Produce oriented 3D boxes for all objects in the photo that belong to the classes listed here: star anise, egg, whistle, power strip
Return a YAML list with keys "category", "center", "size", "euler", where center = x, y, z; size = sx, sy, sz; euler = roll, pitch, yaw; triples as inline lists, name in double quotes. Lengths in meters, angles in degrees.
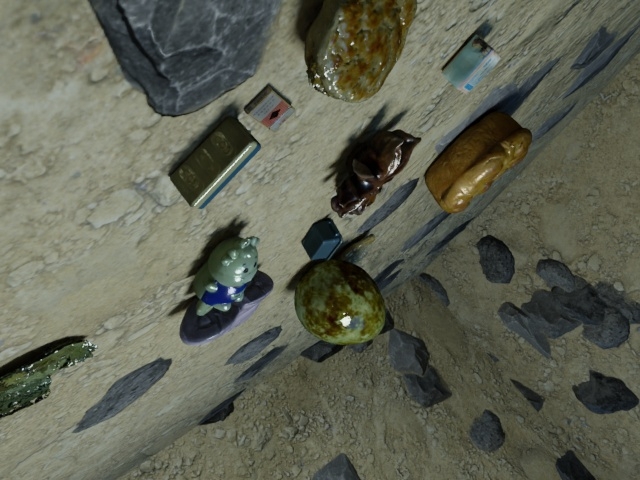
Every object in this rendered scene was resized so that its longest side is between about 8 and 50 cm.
- category: "star anise"
  center: [0.099, -0.142, 1.083]
  size: [0.220, 0.099, 0.214]
  euler: [-48, 177, 14]
- category: "egg"
  center: [0.064, 0.183, 1.575]
  size: [0.238, 0.290, 0.238]
  euler: [-51, -158, 30]
- category: "whistle"
  center: [-0.181, 0.072, 1.029]
  size: [0.110, 0.092, 0.244]
  euler: [-38, 168, -50]
- category: "power strip"
  center: [-0.135, -0.101, 0.703]
  size: [0.123, 0.056, 0.032]
  euler: [-43, 164, 12]

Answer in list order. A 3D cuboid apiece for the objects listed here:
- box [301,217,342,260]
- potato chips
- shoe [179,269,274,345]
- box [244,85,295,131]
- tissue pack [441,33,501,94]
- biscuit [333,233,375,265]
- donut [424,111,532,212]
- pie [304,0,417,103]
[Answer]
- category: "box"
  center: [0.000, 0.000, 1.301]
  size: [0.054, 0.074, 0.099]
  euler: [-10, 150, -35]
- category: "potato chips"
  center: [-0.487, 0.240, 0.917]
  size: [0.220, 0.029, 0.202]
  euler: [-40, 162, 10]
- category: "shoe"
  center: [-0.216, 0.163, 1.210]
  size: [0.245, 0.095, 0.137]
  euler: [-35, 163, -41]
- category: "box"
  center: [-0.066, -0.175, 0.734]
  size: [0.046, 0.012, 0.083]
  euler: [-43, 163, 10]
- category: "tissue pack"
  center: [0.283, -0.329, 1.025]
  size: [0.094, 0.058, 0.074]
  euler: [-47, 161, 25]
- category: "biscuit"
  center: [0.077, 0.067, 1.730]
  size: [0.265, 0.040, 0.188]
  euler: [-43, 164, 18]
- category: "donut"
  center: [0.449, -0.218, 1.566]
  size: [0.317, 0.150, 0.299]
  euler: [-38, 165, -7]
- category: "pie"
  center: [0.050, -0.252, 0.670]
  size: [0.163, 0.079, 0.194]
  euler: [-56, 159, 20]
